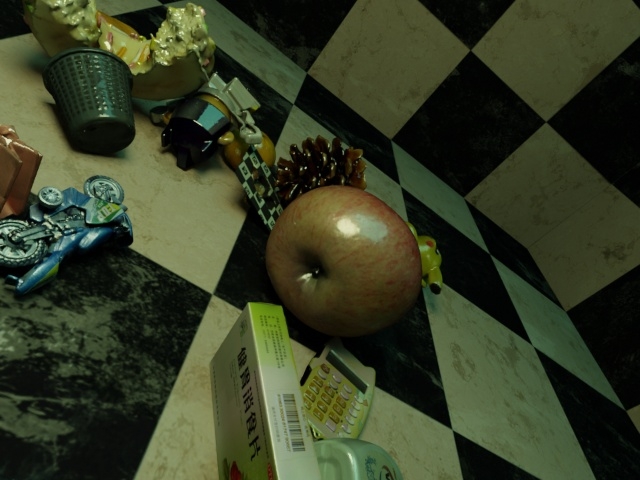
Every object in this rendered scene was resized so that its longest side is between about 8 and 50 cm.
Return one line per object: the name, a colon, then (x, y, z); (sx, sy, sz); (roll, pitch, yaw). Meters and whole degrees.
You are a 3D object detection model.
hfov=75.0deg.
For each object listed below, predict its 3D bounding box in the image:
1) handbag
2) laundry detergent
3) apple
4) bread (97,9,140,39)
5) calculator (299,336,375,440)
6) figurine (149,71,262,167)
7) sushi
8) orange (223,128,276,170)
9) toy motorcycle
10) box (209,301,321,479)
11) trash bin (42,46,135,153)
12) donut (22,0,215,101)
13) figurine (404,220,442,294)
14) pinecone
handbag: (-0.518, -0.135, 0.595); (0.212, 0.157, 0.059); (40, 28, -6)
laundry detergent: (0.061, 0.413, 0.607); (0.280, 0.105, 0.215); (52, 35, -48)
apple: (0.039, 0.049, 0.901); (0.269, 0.345, 0.345); (-27, 71, -38)
bread: (-0.582, -0.517, 1.076); (0.245, 0.121, 0.174); (15, 38, -44)
calculator: (0.030, 0.301, 0.830); (0.157, 0.033, 0.236); (44, 31, 0)
figurine: (-0.296, -0.314, 1.081); (0.309, 0.308, 0.143); (-99, 175, -49)
sushi: (-0.166, -0.128, 1.105); (0.193, 0.040, 0.210); (-79, 147, -52)
orange: (-0.200, -0.258, 1.200); (0.156, 0.124, 0.156); (28, 36, -22)
toy motorcycle: (-0.393, -0.015, 0.668); (0.135, 0.092, 0.254); (48, 36, -9)
box: (-0.093, 0.244, 0.594); (0.062, 0.175, 0.261); (12, 40, -30)
trash bin: (-0.464, -0.273, 0.868); (0.175, 0.175, 0.161); (0, 63, -52)
donut: (-0.429, -0.444, 0.929); (0.370, 0.307, 0.150); (9, 71, -24)
figurine: (0.276, 0.037, 1.351); (0.326, 0.169, 0.218); (31, 7, -8)
pinecone: (-0.006, -0.173, 1.152); (0.264, 0.264, 0.264); (31, 31, -21)
